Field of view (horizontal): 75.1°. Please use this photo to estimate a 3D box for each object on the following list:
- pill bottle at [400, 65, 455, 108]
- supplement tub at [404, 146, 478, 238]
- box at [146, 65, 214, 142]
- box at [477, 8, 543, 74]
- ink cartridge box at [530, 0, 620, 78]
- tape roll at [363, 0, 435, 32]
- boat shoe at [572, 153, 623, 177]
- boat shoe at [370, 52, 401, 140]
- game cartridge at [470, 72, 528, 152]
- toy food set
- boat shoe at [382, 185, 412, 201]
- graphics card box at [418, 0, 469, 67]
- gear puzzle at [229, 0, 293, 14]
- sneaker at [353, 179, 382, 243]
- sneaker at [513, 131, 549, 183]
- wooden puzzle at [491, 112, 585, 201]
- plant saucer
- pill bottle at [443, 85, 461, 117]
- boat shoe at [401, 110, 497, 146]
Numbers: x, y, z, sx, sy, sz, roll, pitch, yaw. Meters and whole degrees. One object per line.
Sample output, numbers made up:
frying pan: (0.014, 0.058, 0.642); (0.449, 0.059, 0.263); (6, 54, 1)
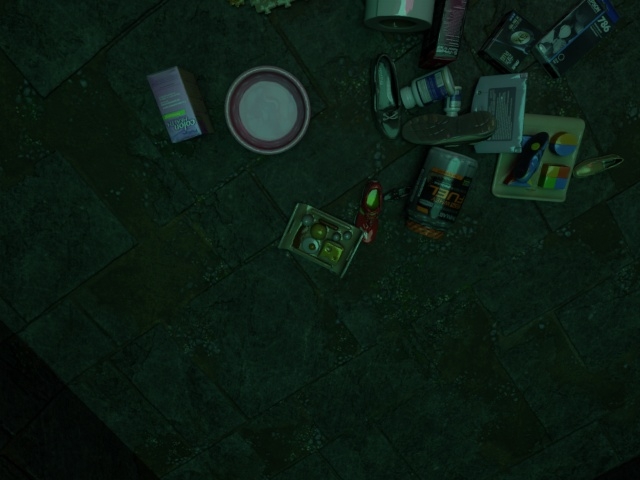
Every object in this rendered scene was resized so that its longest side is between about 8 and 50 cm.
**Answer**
pill bottle: (0.409, -0.578, 1.596); (0.187, 0.112, 0.111); (-15, 106, 28)
supplement tub: (0.474, -0.189, 1.673); (0.208, 0.207, 0.337); (16, 104, -5)
box: (-0.517, -0.503, 1.567); (0.118, 0.213, 0.242); (-17, 105, 3)
box: (0.723, -0.754, 1.592); (0.148, 0.077, 0.180); (34, 102, -10)
ink cartridge box: (0.989, -0.801, 1.593); (0.333, 0.065, 0.165); (-44, 101, 9)
tape roll: (0.282, -0.854, 1.472); (0.247, 0.246, 0.168); (5, 104, -2)
boat shoe: (1.148, -0.310, 1.722); (0.190, 0.072, 0.068); (-23, 104, 5)
boat shoe: (0.255, -0.556, 1.627); (0.112, 0.095, 0.334); (-11, 105, 2)
game cartridge: (0.696, -0.494, 1.636); (0.198, 0.062, 0.296); (7, 107, 28)
toy food set: (0.000, 0.000, 1.750); (0.307, 0.092, 0.219); (26, 104, 7)
boat shoe: (0.325, -0.196, 1.755); (0.133, 0.042, 0.048); (-18, 107, 5)
graphics card box: (0.452, -0.824, 1.489); (0.095, 0.232, 0.369); (7, 104, -2)
gear puzzle: (-0.190, -0.943, 1.548); (0.340, 0.044, 0.175); (-16, 106, 6)
sneaker: (0.202, -0.113, 1.734); (0.108, 0.118, 0.278); (4, 105, -2)
sneaker: (0.840, -0.325, 1.648); (0.082, 0.069, 0.209); (18, 102, -41)
wooden puzzle: (0.898, -0.337, 1.707); (0.323, 0.080, 0.346); (4, 105, -2)
plant saucer: (-0.205, -0.508, 1.639); (0.333, 0.084, 0.331); (0, 105, 0)
pill bottle: (0.522, -0.546, 1.650); (0.067, 0.067, 0.120); (-1, 105, -1)
boat shoe: (0.501, -0.416, 1.640); (0.356, 0.130, 0.132); (4, 75, 22)
